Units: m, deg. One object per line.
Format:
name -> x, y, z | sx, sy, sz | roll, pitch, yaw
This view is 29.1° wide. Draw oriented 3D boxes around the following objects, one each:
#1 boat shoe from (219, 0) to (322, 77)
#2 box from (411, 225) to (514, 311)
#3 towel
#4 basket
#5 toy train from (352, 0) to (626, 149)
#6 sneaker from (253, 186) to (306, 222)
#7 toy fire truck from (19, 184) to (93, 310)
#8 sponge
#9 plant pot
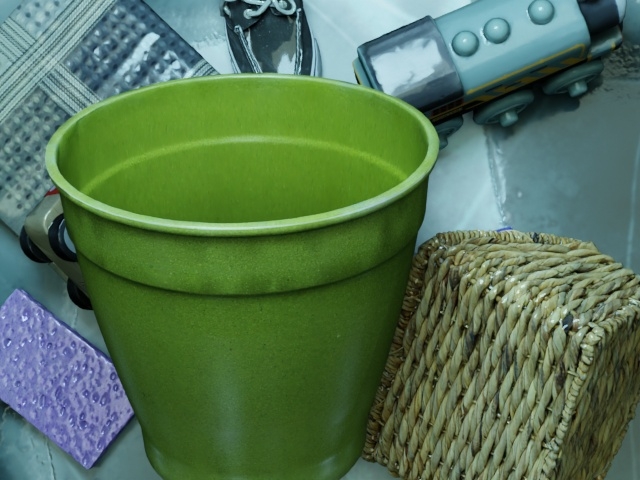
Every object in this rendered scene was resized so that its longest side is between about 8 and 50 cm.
boat shoe -> -0.069, -0.296, 1.467 | 0.113, 0.105, 0.306 | -8, 82, 5
box -> 0.157, 0.040, 1.389 | 0.137, 0.126, 0.072 | -16, 83, 3
towel -> -0.299, -0.149, 1.506 | 0.312, 0.056, 0.324 | 43, 86, 6
basket -> 0.210, 0.138, 1.311 | 0.223, 0.213, 0.299 | 29, 121, 31
toy train -> 0.189, -0.206, 1.386 | 0.334, 0.190, 0.142 | -22, 81, 3
sneaker -> 0.000, 0.000, 1.418 | 0.064, 0.086, 0.192 | -38, 100, 31
toy fire truck -> -0.179, -0.023, 1.411 | 0.217, 0.158, 0.246 | 49, 63, -22
sponge -> -0.316, 0.164, 1.470 | 0.210, 0.031, 0.117 | 37, 88, 9
plant pot -> -0.069, 0.060, 1.235 | 0.366, 0.366, 0.353 | 2, 118, 6
